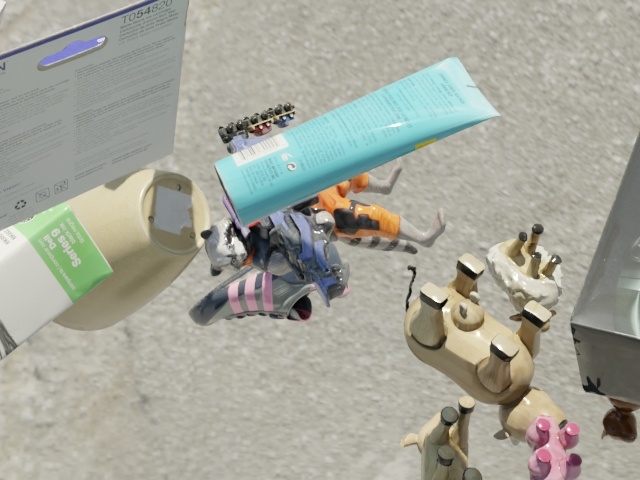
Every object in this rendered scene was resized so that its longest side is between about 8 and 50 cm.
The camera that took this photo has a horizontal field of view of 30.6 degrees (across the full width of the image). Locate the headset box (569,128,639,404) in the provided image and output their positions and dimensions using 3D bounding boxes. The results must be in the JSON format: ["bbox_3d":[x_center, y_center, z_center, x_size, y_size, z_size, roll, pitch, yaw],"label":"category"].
[{"bbox_3d":[0.384,0.035,1.061,0.246,0.131,0.283,11,59,26],"label":"headset box"}]

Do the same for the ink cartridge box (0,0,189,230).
[{"bbox_3d":[-0.217,-0.114,0.980,0.045,0.223,0.224,50,150,21],"label":"ink cartridge box"}]

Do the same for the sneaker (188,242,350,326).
[{"bbox_3d":[-0.089,0.098,1.956,0.319,0.112,0.131,-31,92,36],"label":"sneaker"}]

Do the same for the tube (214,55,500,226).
[{"bbox_3d":[0.024,-0.076,0.871,0.207,0.052,0.080,-24,52,-4],"label":"tube"}]

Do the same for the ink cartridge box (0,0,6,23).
[{"bbox_3d":[-0.277,-0.122,0.782,0.060,0.104,0.180,-84,19,-53],"label":"ink cartridge box"}]

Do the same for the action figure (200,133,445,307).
[{"bbox_3d":[0.000,0.000,1.622,0.330,0.179,0.341,-9,45,-13],"label":"action figure"}]

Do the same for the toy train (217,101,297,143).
[{"bbox_3d":[-0.089,-0.171,1.727,0.027,0.158,0.036,-13,100,45],"label":"toy train"}]

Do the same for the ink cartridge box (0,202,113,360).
[{"bbox_3d":[-0.444,0.056,1.491,0.289,0.122,0.211,-40,36,-18],"label":"ink cartridge box"}]

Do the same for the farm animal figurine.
[{"bbox_3d":[0.197,0.169,1.326,0.327,0.330,0.172,54,151,32],"label":"farm animal figurine"}]

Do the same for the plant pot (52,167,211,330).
[{"bbox_3d":[-0.298,-0.010,1.789,0.274,0.256,0.257,-19,66,47],"label":"plant pot"}]
